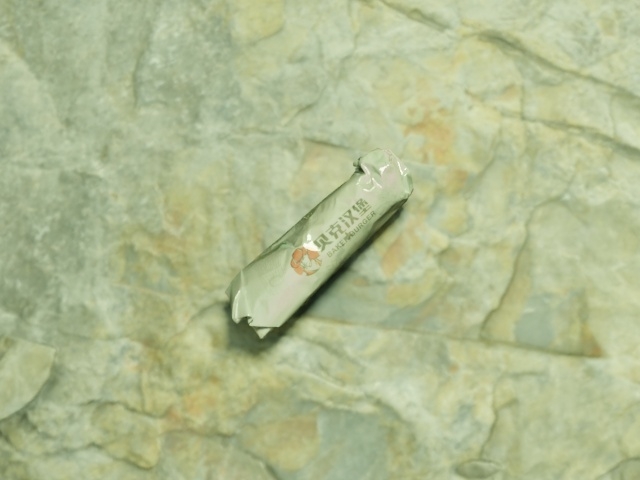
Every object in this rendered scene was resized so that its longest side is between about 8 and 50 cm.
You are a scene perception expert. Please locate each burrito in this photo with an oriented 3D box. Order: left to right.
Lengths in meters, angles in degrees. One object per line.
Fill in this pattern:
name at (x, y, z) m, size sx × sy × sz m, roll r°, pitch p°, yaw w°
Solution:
burrito at (-0.001, 0.000, 1.220) m, size 0.203 × 0.064 × 0.064 m, roll -45°, pitch 71°, yaw -6°
